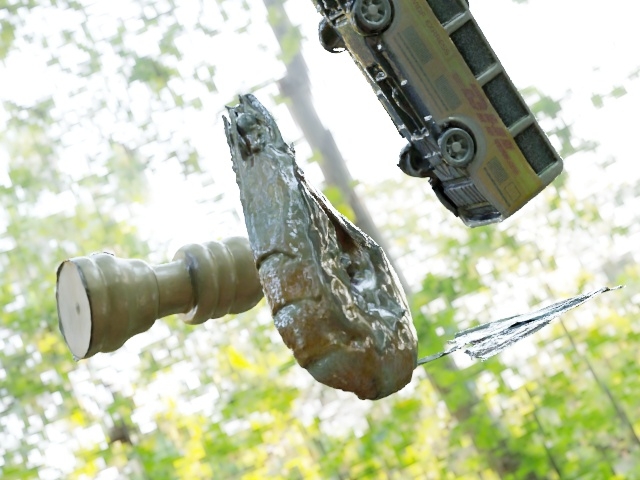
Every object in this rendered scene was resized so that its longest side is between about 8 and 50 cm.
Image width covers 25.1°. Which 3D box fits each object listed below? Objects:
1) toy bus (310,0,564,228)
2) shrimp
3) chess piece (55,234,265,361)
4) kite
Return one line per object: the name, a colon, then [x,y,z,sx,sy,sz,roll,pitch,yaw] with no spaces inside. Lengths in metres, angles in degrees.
toy bus: [0.110,-0.176,1.460,0.138,0.343,0.097,-36,10,-21]
shrimp: [0.000,0.000,1.261,0.164,0.317,0.062,9,-41,-48]
chess piece: [-0.146,0.052,1.687,0.307,0.124,0.139,-11,-52,-24]
kite: [0.217,0.120,1.834,0.368,0.014,0.406,-21,-1,1]
